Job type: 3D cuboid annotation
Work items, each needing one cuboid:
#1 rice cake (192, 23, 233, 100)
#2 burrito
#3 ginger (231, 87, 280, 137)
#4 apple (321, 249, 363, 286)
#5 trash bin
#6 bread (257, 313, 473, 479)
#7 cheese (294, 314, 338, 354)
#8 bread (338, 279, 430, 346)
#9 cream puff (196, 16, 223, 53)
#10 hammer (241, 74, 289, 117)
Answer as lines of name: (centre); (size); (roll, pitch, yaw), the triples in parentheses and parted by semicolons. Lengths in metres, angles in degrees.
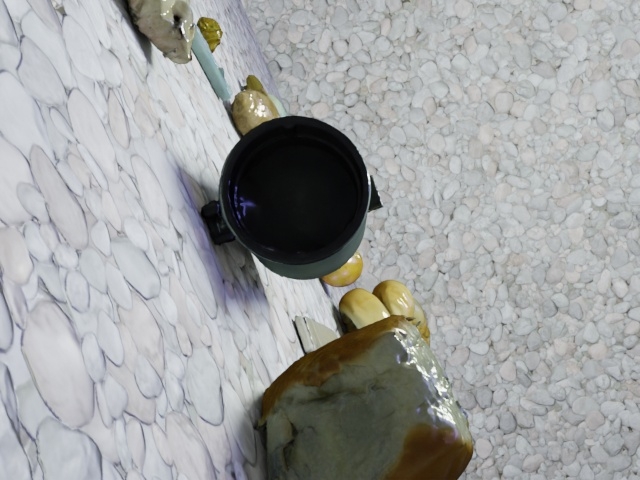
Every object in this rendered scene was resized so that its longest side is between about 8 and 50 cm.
rice cake: (-0.236, -0.382, 1.503); (0.030, 0.042, 0.180); (-102, 168, -51)
burrito: (-0.264, -0.431, 1.128); (0.175, 0.107, 0.347); (86, -8, -50)
ginger: (-0.156, -0.262, 1.639); (0.123, 0.115, 0.193); (-20, 96, -63)
apple: (0.058, 0.071, 2.066); (0.146, 0.147, 0.146); (-22, 90, -85)
trash bin: (-0.032, -0.055, 1.109); (0.262, 0.277, 0.217); (83, -13, -82)
bread: (0.047, 0.230, 0.842); (0.224, 0.250, 0.279); (62, 9, 12)
cheese: (0.007, 0.221, 1.527); (0.400, 0.034, 0.085); (52, 17, -73)
bread: (0.212, 0.300, 2.107); (0.424, 0.246, 0.328); (67, 4, -49)
cream puff: (-0.255, -0.480, 1.618); (0.083, 0.058, 0.083); (-104, 172, -67)
hammer: (-0.160, -0.372, 1.943); (0.201, 0.113, 0.305); (66, 0, -50)
